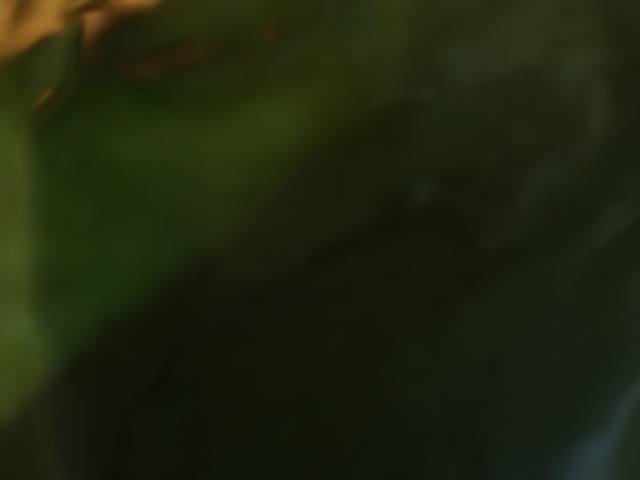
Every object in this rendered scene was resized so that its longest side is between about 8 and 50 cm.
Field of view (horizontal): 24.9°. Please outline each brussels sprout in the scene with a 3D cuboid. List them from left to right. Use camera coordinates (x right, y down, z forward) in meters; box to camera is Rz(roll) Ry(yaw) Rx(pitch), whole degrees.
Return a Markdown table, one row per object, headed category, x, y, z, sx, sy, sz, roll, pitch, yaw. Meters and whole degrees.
| category | x | y | z | sx | sy | sz | roll | pitch | yaw |
| --- | --- | --- | --- | --- | --- | --- | --- | --- | --- |
| brussels sprout | 0.000 | 0.000 | 0.474 | 0.315 | 0.371 | 0.276 | 54 | 180 | 5 |
